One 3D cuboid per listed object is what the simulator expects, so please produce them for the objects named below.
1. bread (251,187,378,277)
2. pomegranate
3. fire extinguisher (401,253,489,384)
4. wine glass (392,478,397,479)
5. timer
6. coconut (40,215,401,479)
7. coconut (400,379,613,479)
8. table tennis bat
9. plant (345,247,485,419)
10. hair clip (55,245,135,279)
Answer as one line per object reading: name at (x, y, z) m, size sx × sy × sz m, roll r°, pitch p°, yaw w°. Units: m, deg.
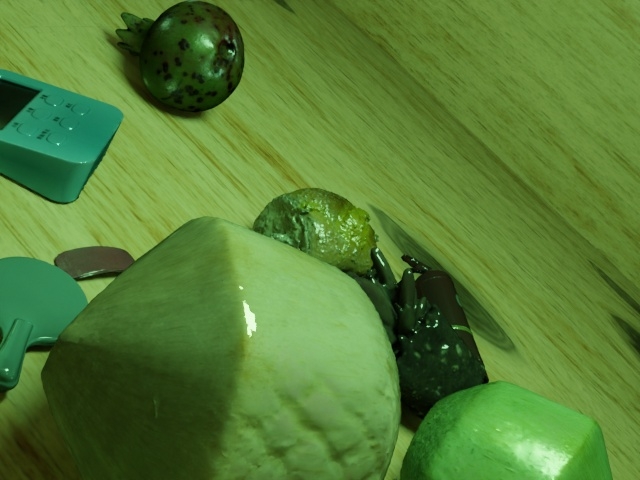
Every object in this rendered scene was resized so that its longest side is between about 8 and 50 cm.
bread at (0.000, 0.000, 1.352) m, size 0.246 × 0.176 × 0.196 m, roll 10°, pitch 39°, yaw -43°
pomegranate at (-0.321, -0.404, 1.540) m, size 0.305 × 0.242 × 0.242 m, roll 2°, pitch 25°, yaw 15°
fire extinguisher at (0.249, 0.168, 1.480) m, size 0.141 × 0.105 × 0.341 m, roll 23°, pitch 36°, yaw -31°
wine glass at (0.017, 0.301, 1.035) m, size 0.202 × 0.093 × 0.093 m, roll 50°, pitch 30°, yaw 15°
timer at (-0.480, -0.197, 1.159) m, size 0.249 × 0.091 × 0.232 m, roll 27°, pitch 32°, yaw -16°
coconut at (-0.112, 0.166, 0.810) m, size 0.415 × 0.345 × 0.415 m, roll 27°, pitch 32°, yaw -19°
coconut at (0.298, 0.370, 1.054) m, size 0.328 × 0.281 × 0.328 m, roll 28°, pitch -7°, yaw 4°
table tennis bat at (-0.383, 0.103, 0.905) m, size 0.149 × 0.038 × 0.237 m, roll 28°, pitch 26°, yaw -23°
plant at (0.133, 0.175, 1.251) m, size 0.321 × 0.194 × 0.181 m, roll 47°, pitch -7°, yaw -6°
hair clip at (-0.336, 0.034, 1.068) m, size 0.137 × 0.022 × 0.054 m, roll -3°, pitch 47°, yaw -51°
